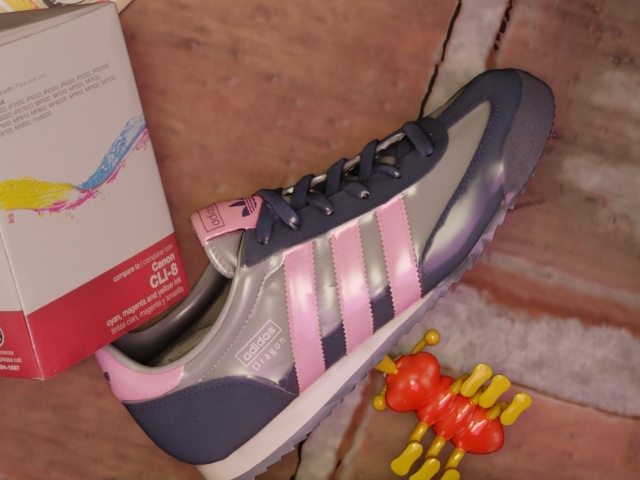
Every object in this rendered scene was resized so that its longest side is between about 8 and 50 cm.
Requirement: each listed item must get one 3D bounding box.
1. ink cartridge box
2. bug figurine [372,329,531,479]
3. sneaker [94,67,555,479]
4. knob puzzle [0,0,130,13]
[{"bbox_3d":[-0.174,-0.031,0.892,0.127,0.128,0.176,-32,115,-47],"label":"ink cartridge box"},{"bbox_3d":[0.052,0.205,1.047,0.216,0.072,0.279,41,99,-11],"label":"bug figurine"},{"bbox_3d":[0.000,0.000,0.965,0.131,0.112,0.319,41,93,-20],"label":"sneaker"},{"bbox_3d":[-0.147,-0.221,0.923,0.213,0.030,0.213,-3,104,-10],"label":"knob puzzle"}]
